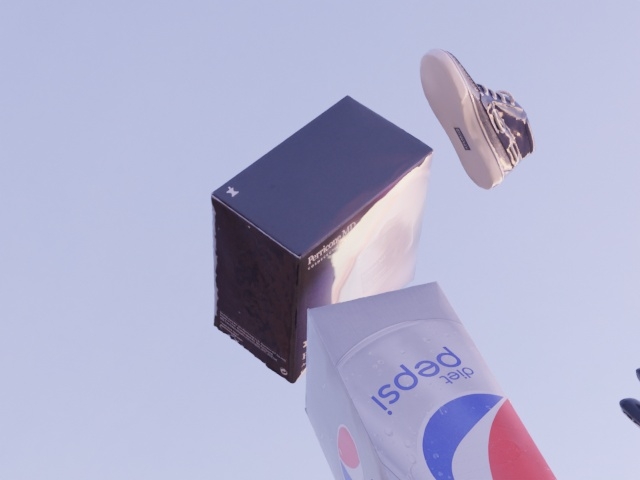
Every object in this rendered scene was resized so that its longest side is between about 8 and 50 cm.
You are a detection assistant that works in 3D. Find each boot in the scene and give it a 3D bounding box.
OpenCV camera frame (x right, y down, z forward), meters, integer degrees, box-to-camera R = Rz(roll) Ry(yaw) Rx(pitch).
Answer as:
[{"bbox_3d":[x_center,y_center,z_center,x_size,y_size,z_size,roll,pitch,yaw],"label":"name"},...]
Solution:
[{"bbox_3d":[0.186,-0.159,1.448,0.069,0.086,0.190,20,-36,53],"label":"boot"}]

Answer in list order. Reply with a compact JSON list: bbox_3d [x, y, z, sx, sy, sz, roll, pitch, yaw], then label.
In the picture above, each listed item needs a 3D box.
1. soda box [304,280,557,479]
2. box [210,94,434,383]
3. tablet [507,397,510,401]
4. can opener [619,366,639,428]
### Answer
[{"bbox_3d":[0.076,0.155,0.692,0.091,0.286,0.098,-11,-48,-15],"label":"soda box"},{"bbox_3d":[0.000,0.000,1.813,0.183,0.296,0.294,34,-35,25],"label":"box"},{"bbox_3d":[0.182,0.211,1.458,0.083,0.006,0.054,-4,-53,-16],"label":"tablet"},{"bbox_3d":[0.260,0.136,0.778,0.073,0.186,0.059,29,-91,-40],"label":"can opener"}]
